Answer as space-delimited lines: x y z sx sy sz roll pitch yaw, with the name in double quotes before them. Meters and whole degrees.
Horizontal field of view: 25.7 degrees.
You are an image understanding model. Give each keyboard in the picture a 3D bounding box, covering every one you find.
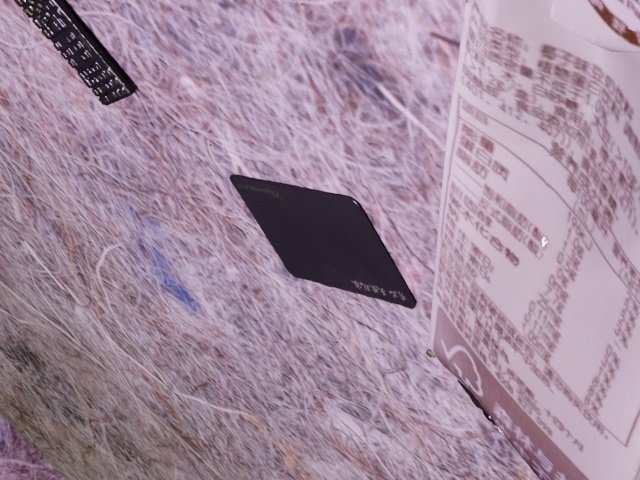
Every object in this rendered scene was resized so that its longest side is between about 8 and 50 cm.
"keyboard" -0.221 -0.188 1.093 0.204 0.013 0.061 51 156 -16

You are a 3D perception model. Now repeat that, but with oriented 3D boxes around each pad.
"pad" 0.000 0.000 1.065 0.157 0.003 0.112 12 142 50

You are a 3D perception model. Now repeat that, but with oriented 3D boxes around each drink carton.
"drink carton" 0.150 -0.041 0.495 0.132 0.194 0.324 49 161 26
